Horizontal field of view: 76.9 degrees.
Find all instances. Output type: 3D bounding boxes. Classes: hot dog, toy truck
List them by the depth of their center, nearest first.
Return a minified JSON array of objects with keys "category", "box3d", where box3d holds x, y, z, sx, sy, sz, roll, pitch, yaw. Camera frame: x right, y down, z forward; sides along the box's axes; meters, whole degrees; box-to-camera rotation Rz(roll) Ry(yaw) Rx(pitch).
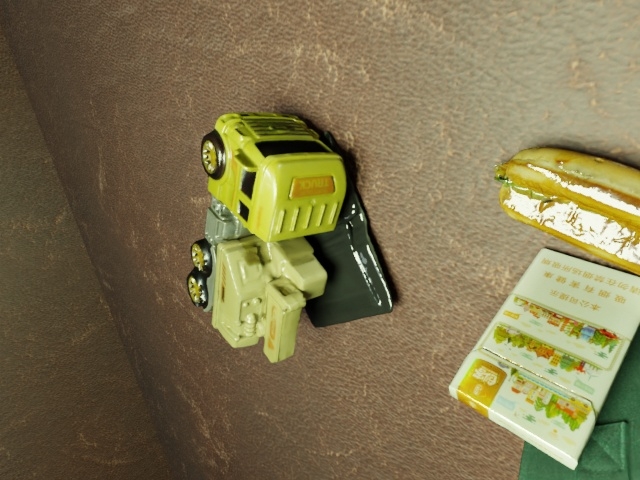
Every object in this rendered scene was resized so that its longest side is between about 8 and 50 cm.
[{"category":"hot dog","box3d":[0.302,-0.034,0.419,0.250,0.076,0.104,33,149,33]},{"category":"toy truck","box3d":[-0.093,0.007,0.686,0.254,0.181,0.404,41,129,35]}]

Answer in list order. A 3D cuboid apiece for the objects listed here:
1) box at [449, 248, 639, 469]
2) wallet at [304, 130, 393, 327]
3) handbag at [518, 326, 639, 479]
[{"category":"box","box3d":[0.247,0.105,0.427,0.122,0.220,0.032,24,148,39]},{"category":"wallet","box3d":[0.000,0.000,0.745,0.247,0.041,0.322,-24,89,47]},{"category":"handbag","box3d":[0.345,0.143,0.339,0.089,0.238,0.326,50,136,-1]}]
